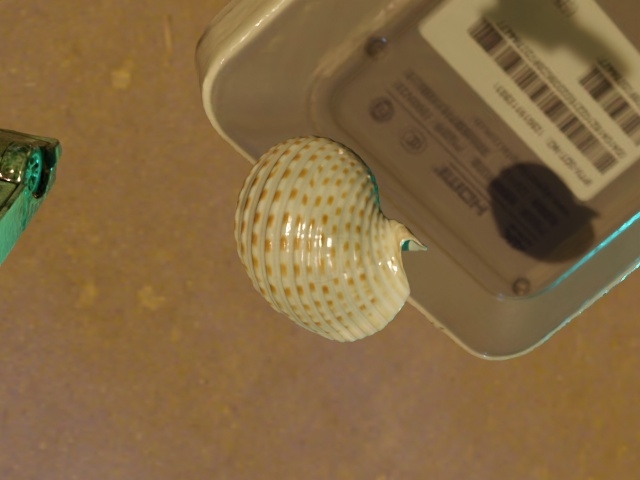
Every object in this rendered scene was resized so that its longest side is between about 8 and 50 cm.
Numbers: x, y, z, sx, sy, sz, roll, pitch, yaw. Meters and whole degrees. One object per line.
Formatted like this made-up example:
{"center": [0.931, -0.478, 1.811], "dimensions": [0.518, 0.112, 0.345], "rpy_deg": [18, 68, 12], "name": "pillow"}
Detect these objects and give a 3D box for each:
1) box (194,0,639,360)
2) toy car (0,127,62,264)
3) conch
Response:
{"center": [0.157, -0.131, 1.085], "dimensions": [0.396, 0.396, 0.111], "rpy_deg": [40, 15, -30], "name": "box"}
{"center": [-0.308, 0.002, 1.056], "dimensions": [0.321, 0.141, 0.097], "rpy_deg": [-70, 169, -59], "name": "toy car"}
{"center": [-0.004, -0.001, 0.554], "dimensions": [0.056, 0.085, 0.076], "rpy_deg": [9, 105, -32], "name": "conch"}
